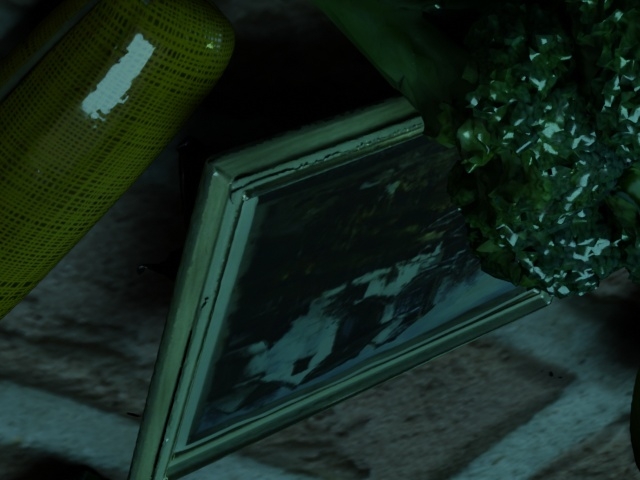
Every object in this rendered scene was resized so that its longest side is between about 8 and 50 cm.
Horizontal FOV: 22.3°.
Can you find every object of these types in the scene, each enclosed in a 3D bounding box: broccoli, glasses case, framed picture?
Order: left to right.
[{"bbox_3d":[-0.132,-0.027,0.711,0.234,0.064,0.079,-44,144,24],"label":"glasses case"},{"bbox_3d":[0.048,0.006,0.797,0.296,0.019,0.232,-21,146,-32],"label":"framed picture"},{"bbox_3d":[0.088,-0.105,0.610,0.270,0.270,0.270,14,141,11],"label":"broccoli"}]

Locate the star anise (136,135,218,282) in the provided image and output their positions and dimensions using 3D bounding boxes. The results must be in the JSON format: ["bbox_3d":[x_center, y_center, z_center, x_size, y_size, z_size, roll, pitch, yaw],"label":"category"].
[{"bbox_3d":[0.002,0.003,0.818,0.157,0.053,0.212,-30,140,10],"label":"star anise"}]

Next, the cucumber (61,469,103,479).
[{"bbox_3d":[-0.165,0.190,0.952,0.115,0.062,0.116,-33,148,16],"label":"cucumber"}]

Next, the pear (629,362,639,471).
[{"bbox_3d":[0.319,0.104,0.943,0.255,0.238,0.164,-38,145,16],"label":"pear"}]
